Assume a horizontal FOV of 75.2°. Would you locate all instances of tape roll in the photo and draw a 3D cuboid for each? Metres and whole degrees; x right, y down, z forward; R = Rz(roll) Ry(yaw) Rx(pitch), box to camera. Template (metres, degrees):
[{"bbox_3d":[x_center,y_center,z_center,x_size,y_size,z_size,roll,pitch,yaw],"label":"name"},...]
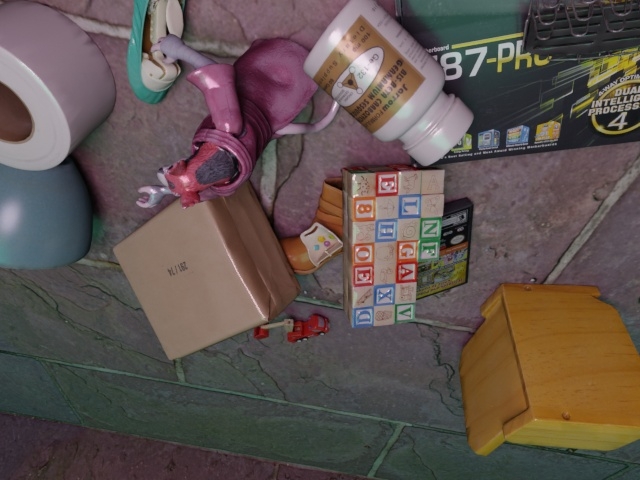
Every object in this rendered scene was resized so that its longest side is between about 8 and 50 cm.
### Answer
[{"bbox_3d":[-0.524,-0.271,0.740,0.245,0.169,0.246,5,133,5],"label":"tape roll"}]

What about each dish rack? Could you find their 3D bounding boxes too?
[{"bbox_3d":[0.330,-0.288,0.444,0.208,0.074,0.271,3,159,20],"label":"dish rack"}]

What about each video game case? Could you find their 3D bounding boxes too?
[{"bbox_3d":[0.206,0.046,0.939,0.274,0.035,0.249,-17,131,-4],"label":"video game case"}]

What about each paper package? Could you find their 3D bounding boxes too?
[{"bbox_3d":[-0.250,0.066,0.923,0.324,0.168,0.310,-27,90,30],"label":"paper package"}]

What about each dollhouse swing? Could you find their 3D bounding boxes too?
[{"bbox_3d":[0.525,0.335,1.000,0.314,0.347,0.305,1,132,9],"label":"dollhouse swing"}]

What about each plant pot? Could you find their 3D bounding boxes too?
[{"bbox_3d":[-0.623,-0.098,0.875,0.289,0.290,0.196,22,107,-11],"label":"plant pot"}]

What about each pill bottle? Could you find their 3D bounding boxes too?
[{"bbox_3d":[0.100,-0.218,0.590,0.229,0.131,0.131,39,128,-12],"label":"pill bottle"}]

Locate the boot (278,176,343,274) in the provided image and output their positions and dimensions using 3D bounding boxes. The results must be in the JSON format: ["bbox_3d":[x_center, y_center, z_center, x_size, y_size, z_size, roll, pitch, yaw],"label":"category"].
[{"bbox_3d":[0.007,-0.031,0.911,0.282,0.109,0.220,3,135,4],"label":"boot"}]

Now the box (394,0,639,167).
[{"bbox_3d":[0.321,-0.286,0.627,0.393,0.097,0.319,-3,130,15],"label":"box"}]

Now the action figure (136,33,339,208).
[{"bbox_3d":[-0.121,-0.154,0.638,0.275,0.371,0.248,17,132,-4],"label":"action figure"}]

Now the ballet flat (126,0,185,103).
[{"bbox_3d":[-0.271,-0.324,0.692,0.087,0.083,0.248,45,136,24],"label":"ballet flat"}]

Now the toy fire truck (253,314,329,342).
[{"bbox_3d":[-0.085,0.255,1.215,0.191,0.047,0.135,-23,143,29],"label":"toy fire truck"}]

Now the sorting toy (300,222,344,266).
[{"bbox_3d":[0.000,0.000,0.860,0.083,0.045,0.075,-36,113,25],"label":"sorting toy"}]

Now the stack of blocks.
[{"bbox_3d":[0.134,0.009,0.803,0.170,0.087,0.298,-4,107,-9],"label":"stack of blocks"}]
